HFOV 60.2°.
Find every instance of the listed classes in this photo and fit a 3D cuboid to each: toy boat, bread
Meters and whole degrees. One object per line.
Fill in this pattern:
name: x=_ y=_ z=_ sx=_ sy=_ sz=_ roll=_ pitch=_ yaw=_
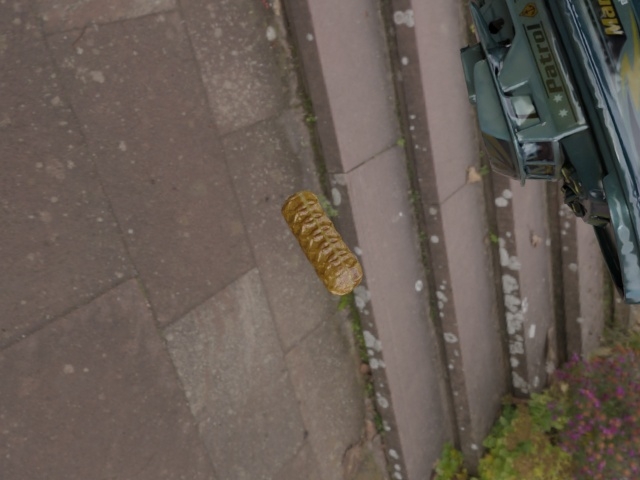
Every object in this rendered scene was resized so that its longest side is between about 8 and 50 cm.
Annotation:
toy boat: x=0.151 y=-0.104 z=0.335 sx=0.114 sy=0.122 sz=0.296 roll=26 pitch=53 yaw=-65
bread: x=0.000 y=0.000 z=0.692 sx=0.052 sy=0.157 sz=0.044 roll=-29 pitch=151 yaw=-4
